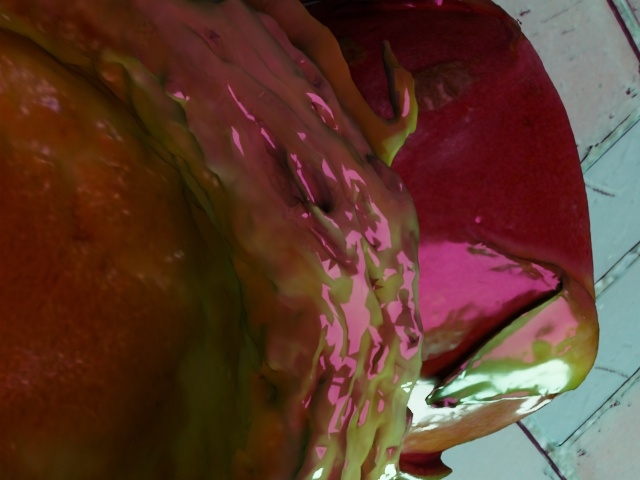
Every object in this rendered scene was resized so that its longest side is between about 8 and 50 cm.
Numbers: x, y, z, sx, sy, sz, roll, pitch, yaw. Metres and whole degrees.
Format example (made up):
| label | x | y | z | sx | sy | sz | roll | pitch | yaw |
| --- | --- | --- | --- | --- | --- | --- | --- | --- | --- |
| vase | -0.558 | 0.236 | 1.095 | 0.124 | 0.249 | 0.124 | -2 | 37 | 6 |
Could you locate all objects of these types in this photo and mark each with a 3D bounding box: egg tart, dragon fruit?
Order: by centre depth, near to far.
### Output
| label | x | y | z | sx | sy | sz | roll | pitch | yaw |
| --- | --- | --- | --- | --- | --- | --- | --- | --- | --- |
| egg tart | -0.123 | 0.012 | 0.819 | 0.169 | 0.388 | 0.388 | -43 | 153 | -64 |
| dragon fruit | 0.000 | 0.000 | 1.018 | 0.189 | 0.290 | 0.290 | -12 | 125 | -25 |
